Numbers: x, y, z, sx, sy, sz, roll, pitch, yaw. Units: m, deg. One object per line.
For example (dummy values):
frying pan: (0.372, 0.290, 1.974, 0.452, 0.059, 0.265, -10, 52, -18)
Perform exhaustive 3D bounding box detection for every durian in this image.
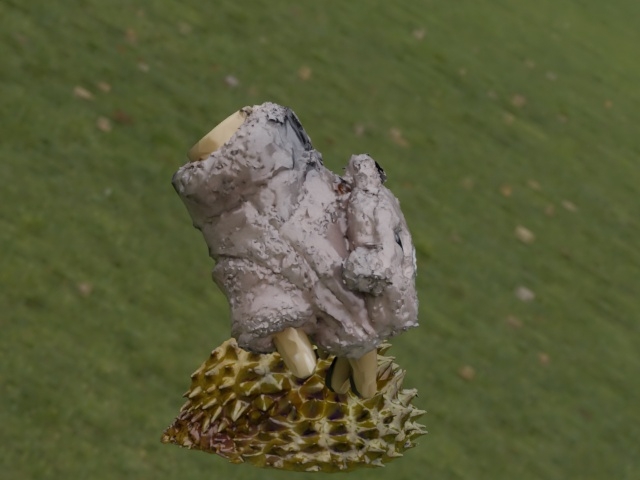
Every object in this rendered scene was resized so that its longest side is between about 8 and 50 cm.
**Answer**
durian: (-0.001, 0.176, 1.717, 0.260, 0.153, 0.186, -21, 53, -36)

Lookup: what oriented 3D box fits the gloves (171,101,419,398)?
gloves: (-0.004, 0.000, 0.787, 0.144, 0.094, 0.110, 43, 23, -21)
